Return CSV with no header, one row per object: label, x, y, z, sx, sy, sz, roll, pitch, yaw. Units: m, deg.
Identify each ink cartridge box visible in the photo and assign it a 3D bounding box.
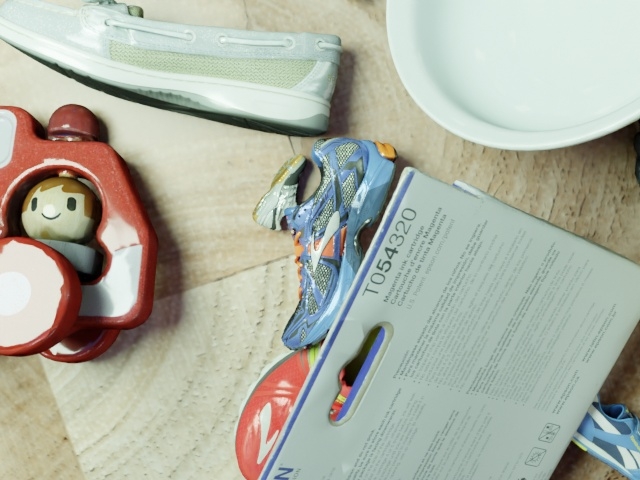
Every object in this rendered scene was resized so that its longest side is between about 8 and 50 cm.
ink cartridge box,0.113,0.123,0.617,0.330,0.071,0.324,19,102,-31

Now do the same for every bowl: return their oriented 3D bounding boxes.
bowl,0.216,-0.208,0.599,0.297,0.134,0.298,-7,78,35

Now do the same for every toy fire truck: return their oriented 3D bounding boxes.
toy fire truck,-0.309,-0.015,0.670,0.302,0.169,0.254,1,78,2

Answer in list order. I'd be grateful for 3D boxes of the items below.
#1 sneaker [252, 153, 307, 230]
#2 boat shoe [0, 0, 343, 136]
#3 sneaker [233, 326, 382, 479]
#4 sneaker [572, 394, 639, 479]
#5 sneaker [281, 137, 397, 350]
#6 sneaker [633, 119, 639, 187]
sneaker,-0.034,-0.048,0.712,0.037,0.032,0.083,32,100,-17
boat shoe,-0.140,-0.179,0.660,0.320,0.118,0.103,13,91,-3
sneaker,0.011,0.138,0.682,0.107,0.118,0.279,43,96,-1
sneaker,0.311,0.204,0.710,0.144,0.053,0.059,33,95,-2
sneaker,0.000,0.000,0.686,0.087,0.083,0.221,19,88,-7
sneaker,0.353,-0.091,0.574,0.101,0.268,0.153,2,102,-10
